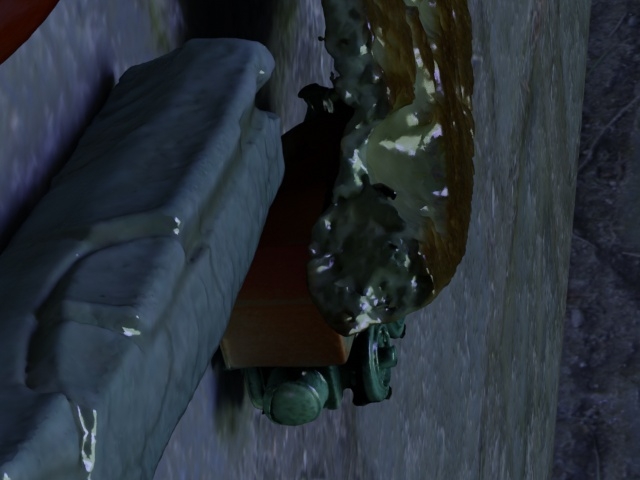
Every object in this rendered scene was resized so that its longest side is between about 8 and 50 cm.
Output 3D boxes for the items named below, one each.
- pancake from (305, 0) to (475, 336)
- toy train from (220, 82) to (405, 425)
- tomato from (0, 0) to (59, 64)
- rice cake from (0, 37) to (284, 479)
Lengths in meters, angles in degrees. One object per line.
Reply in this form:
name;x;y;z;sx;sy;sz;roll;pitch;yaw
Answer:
pancake;0.013;-0.121;0.820;0.197;0.054;0.377;58;23;-47
toy train;0.000;0.000;0.863;0.176;0.074;0.118;-71;154;-52
tomato;-0.086;-0.112;0.405;0.174;0.082;0.166;70;23;-54
rice cake;-0.071;0.033;0.532;0.336;0.066;0.063;-70;149;-60
